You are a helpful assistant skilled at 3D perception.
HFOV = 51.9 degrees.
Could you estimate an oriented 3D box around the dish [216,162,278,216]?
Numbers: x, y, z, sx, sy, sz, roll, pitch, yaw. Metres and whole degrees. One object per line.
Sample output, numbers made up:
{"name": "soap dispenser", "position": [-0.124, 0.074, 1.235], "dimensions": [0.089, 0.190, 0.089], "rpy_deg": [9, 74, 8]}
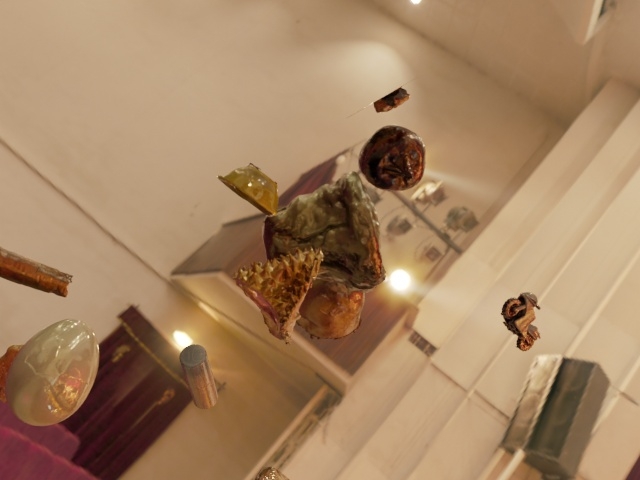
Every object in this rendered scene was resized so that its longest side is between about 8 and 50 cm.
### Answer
{"name": "dish", "position": [-0.168, -0.139, 1.661], "dimensions": [0.208, 0.080, 0.149], "rpy_deg": [34, -7, 26]}

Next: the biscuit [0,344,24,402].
{"name": "biscuit", "position": [-0.725, 0.361, 1.663], "dimensions": [0.225, 0.166, 0.036], "rpy_deg": [48, -1, -26]}

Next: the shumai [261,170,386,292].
{"name": "shumai", "position": [0.000, 0.000, 1.867], "dimensions": [0.397, 0.323, 0.324], "rpy_deg": [90, -10, -70]}

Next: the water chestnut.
{"name": "water chestnut", "position": [0.241, -0.261, 2.137], "dimensions": [0.223, 0.224, 0.238], "rpy_deg": [58, 8, -29]}

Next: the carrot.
{"name": "carrot", "position": [-0.657, 0.054, 1.401], "dimensions": [0.260, 0.070, 0.070], "rpy_deg": [27, -13, -29]}

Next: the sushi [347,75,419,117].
{"name": "sushi", "position": [0.204, -0.427, 2.060], "dimensions": [0.050, 0.264, 0.290], "rpy_deg": [60, 8, -8]}

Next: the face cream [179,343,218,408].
{"name": "face cream", "position": [-0.345, 0.392, 1.874], "dimensions": [0.077, 0.077, 0.250], "rpy_deg": [33, -32, 25]}

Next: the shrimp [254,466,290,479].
{"name": "shrimp", "position": [-0.025, 0.485, 0.773], "dimensions": [0.272, 0.085, 0.445], "rpy_deg": [70, 6, -52]}

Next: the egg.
{"name": "egg", "position": [-0.502, 0.246, 1.243], "dimensions": [0.151, 0.209, 0.151], "rpy_deg": [17, -24, 8]}

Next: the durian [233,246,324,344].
{"name": "durian", "position": [-0.062, 0.095, 1.385], "dimensions": [0.185, 0.195, 0.305], "rpy_deg": [43, -11, 12]}

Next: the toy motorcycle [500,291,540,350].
{"name": "toy motorcycle", "position": [0.619, 0.238, 2.001], "dimensions": [0.215, 0.122, 0.080], "rpy_deg": [58, -12, -32]}

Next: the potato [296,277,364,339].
{"name": "potato", "position": [0.027, 0.227, 2.584], "dimensions": [0.301, 0.289, 0.237], "rpy_deg": [49, -14, 21]}
